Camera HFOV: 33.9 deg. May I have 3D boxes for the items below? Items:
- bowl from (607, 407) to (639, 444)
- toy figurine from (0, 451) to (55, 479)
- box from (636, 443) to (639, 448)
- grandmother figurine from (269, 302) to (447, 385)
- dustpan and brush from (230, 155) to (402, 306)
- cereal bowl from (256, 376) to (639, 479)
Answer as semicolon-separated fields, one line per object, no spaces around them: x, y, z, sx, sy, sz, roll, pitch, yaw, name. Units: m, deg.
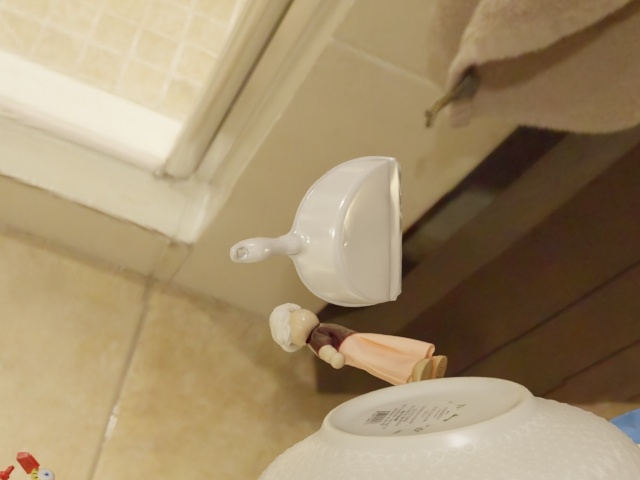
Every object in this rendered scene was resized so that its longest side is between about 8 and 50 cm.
0.506;0.456;2.033;0.391;0.391;0.077;-17;60;-28;bowl
-0.574;0.429;1.634;0.191;0.217;0.362;-15;35;13;toy figurine
0.268;0.325;1.069;0.117;0.214;0.243;18;72;-50;box
0.058;0.195;1.937;0.342;0.208;0.104;17;88;26;grandmother figurine
0.000;0.000;0.972;0.211;0.060;0.147;-13;105;-57;dustpan and brush
0.092;0.193;0.801;0.339;0.339;0.141;-12;97;-27;cereal bowl
